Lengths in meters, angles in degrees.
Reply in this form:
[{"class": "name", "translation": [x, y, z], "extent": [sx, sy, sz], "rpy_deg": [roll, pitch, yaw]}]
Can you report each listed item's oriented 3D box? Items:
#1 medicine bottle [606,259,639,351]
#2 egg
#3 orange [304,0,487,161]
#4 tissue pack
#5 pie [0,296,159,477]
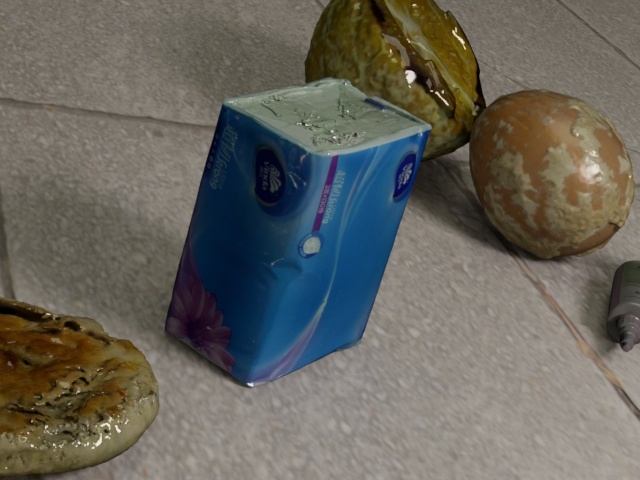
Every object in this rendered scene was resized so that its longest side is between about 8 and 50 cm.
[{"class": "medicine bottle", "translation": [0.373, 0.086, 1.611], "extent": [0.057, 0.058, 0.199], "rpy_deg": [20, 26, 8]}, {"class": "egg", "translation": [0.296, -0.090, 1.746], "extent": [0.203, 0.203, 0.245], "rpy_deg": [-15, 58, -47]}, {"class": "orange", "translation": [0.091, -0.234, 1.887], "extent": [0.271, 0.210, 0.369], "rpy_deg": [56, 23, -13]}, {"class": "tissue pack", "translation": [-0.023, -0.012, 1.337], "extent": [0.146, 0.263, 0.198], "rpy_deg": [31, 30, 28]}, {"class": "pie", "translation": [-0.275, 0.121, 1.169], "extent": [0.274, 0.055, 0.274], "rpy_deg": [9, 24, -4]}]
